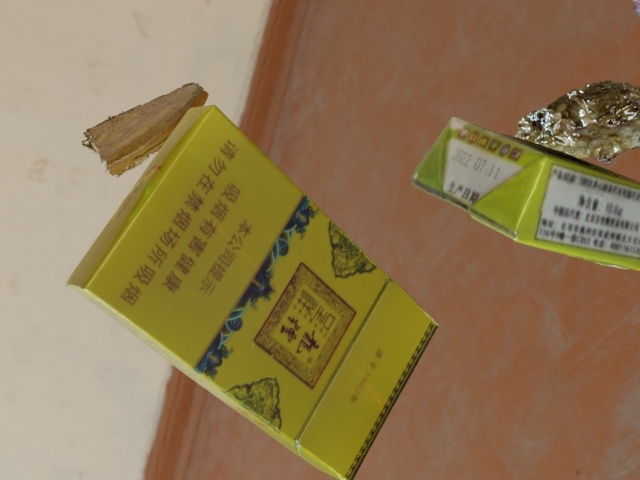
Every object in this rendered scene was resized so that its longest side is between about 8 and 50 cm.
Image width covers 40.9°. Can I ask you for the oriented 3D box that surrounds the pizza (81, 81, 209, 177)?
[{"bbox_3d":[-0.248,-0.145,1.177,0.193,0.053,0.201,8,44,47],"label":"pizza"}]

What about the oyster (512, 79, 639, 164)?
[{"bbox_3d":[0.526,-0.211,1.576,0.396,0.204,0.111,-6,72,35],"label":"oyster"}]

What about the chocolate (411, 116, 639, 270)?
[{"bbox_3d":[0.349,-0.078,1.364,0.289,0.300,0.137,40,116,57],"label":"chocolate"}]

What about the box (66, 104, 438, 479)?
[{"bbox_3d":[-0.034,0.049,0.633,0.041,0.279,0.153,4,57,52],"label":"box"}]

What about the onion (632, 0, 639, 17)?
[{"bbox_3d":[0.270,-0.239,0.635,0.140,0.195,0.218,-51,47,33],"label":"onion"}]
